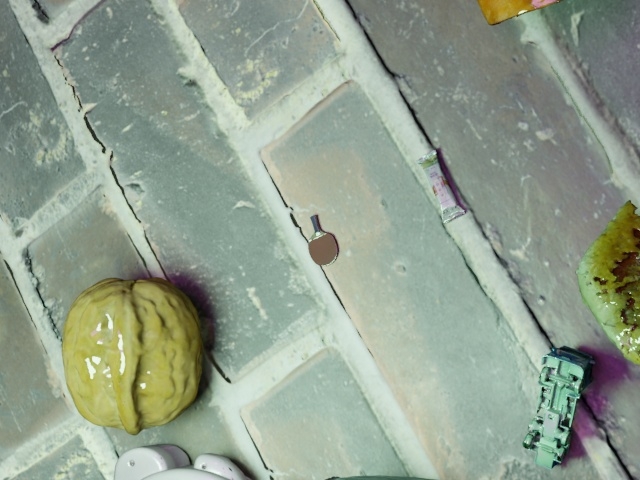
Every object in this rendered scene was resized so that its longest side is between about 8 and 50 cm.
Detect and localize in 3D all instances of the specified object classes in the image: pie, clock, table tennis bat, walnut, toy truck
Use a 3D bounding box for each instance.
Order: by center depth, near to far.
[{"bbox_3d":[0.516,0.057,1.755,0.371,0.078,0.296,-5,49,23],"label":"pie"},{"bbox_3d":[0.343,0.237,1.908,0.067,0.081,0.175,18,114,27],"label":"toy truck"},{"bbox_3d":[0.000,0.000,2.119,0.050,0.007,0.083,-21,80,25],"label":"table tennis bat"},{"bbox_3d":[-0.190,0.486,2.131,0.322,0.113,0.295,6,90,25],"label":"clock"},{"bbox_3d":[-0.300,0.187,2.144,0.225,0.257,0.257,-2,86,-6],"label":"walnut"}]

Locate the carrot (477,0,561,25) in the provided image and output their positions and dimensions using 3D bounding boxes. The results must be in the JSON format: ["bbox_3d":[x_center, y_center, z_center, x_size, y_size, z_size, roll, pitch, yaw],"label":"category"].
[{"bbox_3d":[0.276,-0.452,1.906,0.193,0.214,0.331,-24,79,5],"label":"carrot"}]

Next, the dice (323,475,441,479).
[{"bbox_3d":[0.131,0.511,1.846,0.348,0.330,0.327,6,89,28],"label":"dice"}]

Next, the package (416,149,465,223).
[{"bbox_3d":[0.181,-0.082,2.028,0.037,0.015,0.110,-27,77,17],"label":"package"}]
